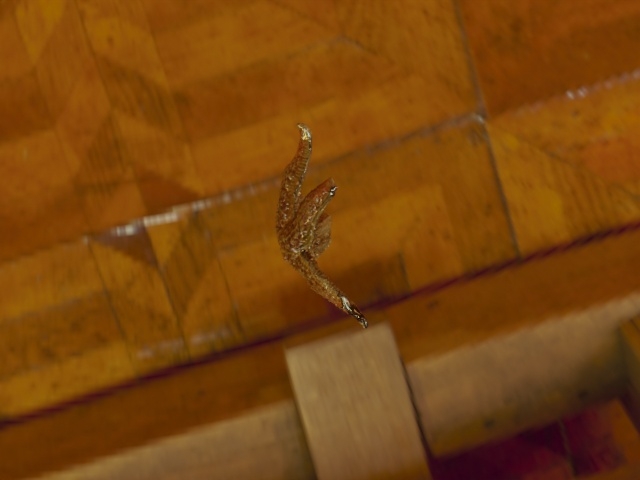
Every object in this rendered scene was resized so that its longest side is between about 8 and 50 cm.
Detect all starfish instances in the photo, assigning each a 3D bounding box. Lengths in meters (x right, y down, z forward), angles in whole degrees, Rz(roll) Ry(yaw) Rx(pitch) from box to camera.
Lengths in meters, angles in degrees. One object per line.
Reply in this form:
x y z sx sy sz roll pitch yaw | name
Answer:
-0.005 0.001 1.213 0.041 0.130 0.133 -16 156 -4 | starfish
